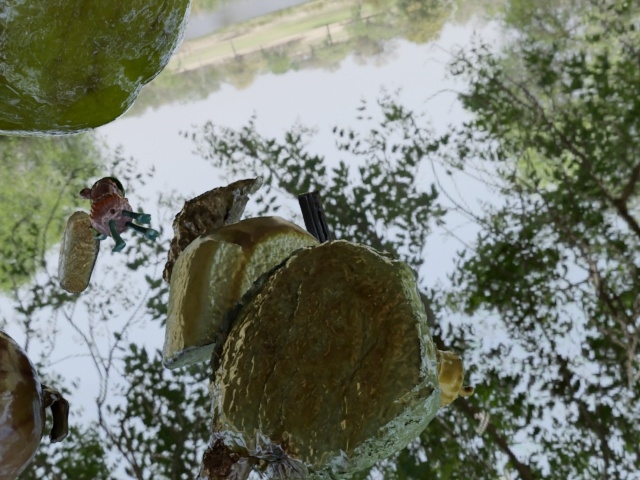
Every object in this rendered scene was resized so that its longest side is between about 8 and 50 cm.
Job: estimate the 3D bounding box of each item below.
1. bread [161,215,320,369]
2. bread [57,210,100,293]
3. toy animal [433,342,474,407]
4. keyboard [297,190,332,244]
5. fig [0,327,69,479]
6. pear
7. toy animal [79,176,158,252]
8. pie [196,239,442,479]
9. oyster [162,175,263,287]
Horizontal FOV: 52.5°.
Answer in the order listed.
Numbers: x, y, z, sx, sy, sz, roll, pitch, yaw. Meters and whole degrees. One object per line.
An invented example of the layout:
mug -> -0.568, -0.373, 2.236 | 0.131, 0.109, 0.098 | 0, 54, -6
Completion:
bread -> -0.169, 0.094, 1.343 | 0.239, 0.263, 0.395 | -27, 164, 40
bread -> -0.474, 0.020, 1.276 | 0.073, 0.214, 0.053 | 1, -137, -27
toy animal -> 0.243, 0.301, 1.482 | 0.230, 0.156, 0.156 | 23, -174, -20
keyboard -> 0.000, 0.000, 1.627 | 0.017, 0.250, 0.087 | -22, -172, -38
fig -> -0.464, 0.220, 0.844 | 0.235, 0.234, 0.214 | -6, -161, 28
pear -> -0.236, -0.201, 0.435 | 0.269, 0.269, 0.321 | -6, 157, 30
toy animal -> -0.343, -0.038, 1.074 | 0.100, 0.103, 0.208 | 6, -163, -39
pie -> 0.003, 0.187, 1.004 | 0.418, 0.180, 0.395 | -28, -136, 33
oyster -> -0.302, -0.013, 1.654 | 0.204, 0.396, 0.111 | 24, -173, 11
